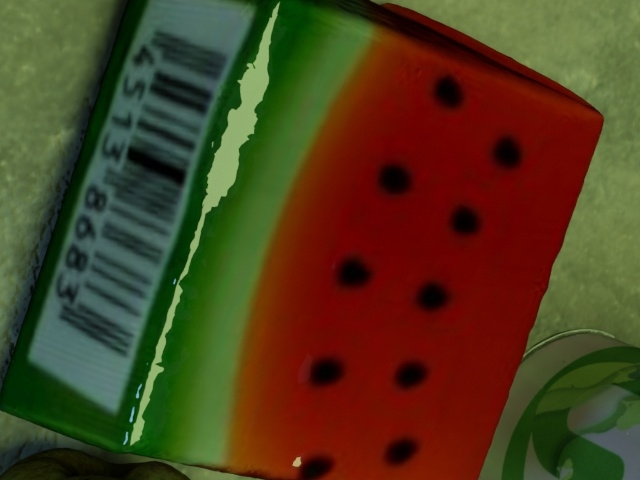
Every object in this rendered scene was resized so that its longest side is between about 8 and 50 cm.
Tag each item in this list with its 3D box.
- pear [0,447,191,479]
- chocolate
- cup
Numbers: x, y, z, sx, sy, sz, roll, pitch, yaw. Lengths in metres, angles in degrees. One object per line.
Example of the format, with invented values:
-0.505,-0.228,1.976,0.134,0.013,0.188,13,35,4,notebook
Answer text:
-0.161,0.243,1.173,0.228,0.188,0.211,14,73,-48,pear
0.000,0.000,1.215,0.341,0.161,0.360,15,96,-35,chocolate
0.273,0.202,1.366,0.253,0.274,0.253,-9,111,-26,cup
